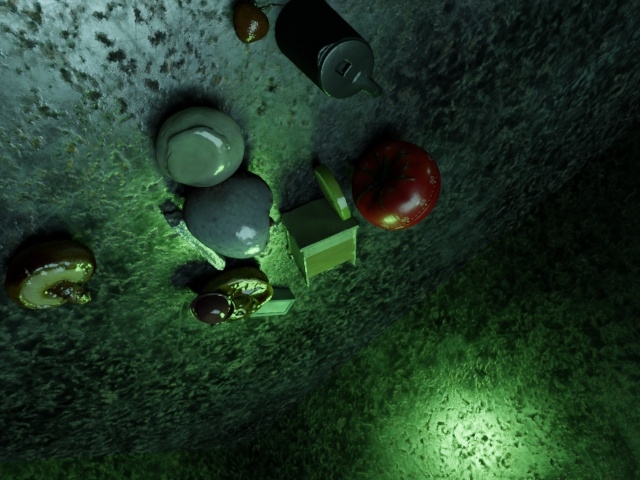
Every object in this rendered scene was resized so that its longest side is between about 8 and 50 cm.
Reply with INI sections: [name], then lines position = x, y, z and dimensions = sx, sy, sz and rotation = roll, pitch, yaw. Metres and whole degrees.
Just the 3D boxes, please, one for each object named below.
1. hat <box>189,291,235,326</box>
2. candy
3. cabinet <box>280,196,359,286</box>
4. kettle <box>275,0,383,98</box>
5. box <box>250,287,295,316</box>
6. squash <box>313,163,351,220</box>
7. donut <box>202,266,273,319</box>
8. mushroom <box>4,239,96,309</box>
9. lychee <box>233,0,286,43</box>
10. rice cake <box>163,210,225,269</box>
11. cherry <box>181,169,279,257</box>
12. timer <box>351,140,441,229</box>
[hat]
position = -0.478, 0.313, 1.923
dimensions = 0.205, 0.089, 0.205
rotation = -7, 129, -9
[candy]
position = -0.384, -0.301, 1.400
dimensions = 0.295, 0.185, 0.295
rotation = -10, 142, -8
[cabinet]
position = 0.000, 0.000, 2.005
dimensions = 0.290, 0.227, 0.318
rotation = -24, 145, -14
[kettle]
position = 0.023, -0.553, 1.311
dimensions = 0.203, 0.308, 0.262
rotation = -32, 143, 0
[box]
position = -0.263, 0.327, 2.296
dimensions = 0.225, 0.086, 0.129
rotation = 4, 130, -40
[squash]
position = 0.050, -0.192, 1.795
dimensions = 0.049, 0.252, 0.252
rotation = -28, 144, -5
[donut]
position = -0.395, 0.248, 2.064
dimensions = 0.330, 0.160, 0.330
rotation = -11, 134, -12
[mushroom]
position = -0.922, 0.121, 1.507
dimensions = 0.297, 0.163, 0.278
rotation = -37, 135, 5
[lychee]
position = -0.191, -0.629, 1.244
dimensions = 0.114, 0.140, 0.101
rotation = 30, 154, -12
[rice cake]
position = -0.494, 0.006, 1.767
dimensions = 0.064, 0.070, 0.399
rotation = -35, 145, -4
[cherry]
position = -0.321, -0.086, 1.583
dimensions = 0.335, 0.326, 0.291
rotation = -21, 171, -13
[timer]
position = 0.323, -0.229, 1.848
dimensions = 0.378, 0.378, 0.279
rotation = -46, 136, 17
